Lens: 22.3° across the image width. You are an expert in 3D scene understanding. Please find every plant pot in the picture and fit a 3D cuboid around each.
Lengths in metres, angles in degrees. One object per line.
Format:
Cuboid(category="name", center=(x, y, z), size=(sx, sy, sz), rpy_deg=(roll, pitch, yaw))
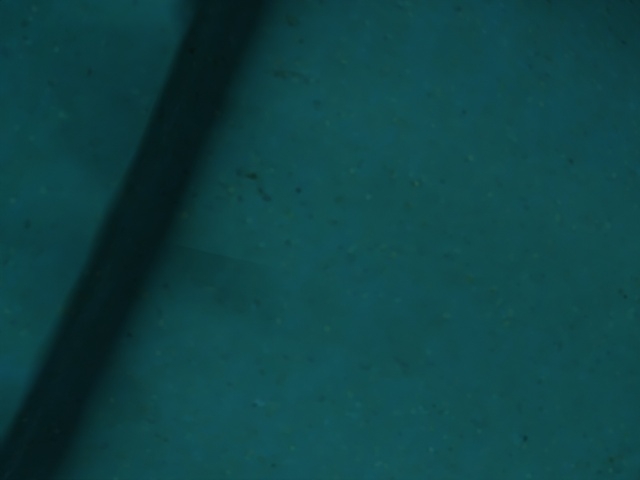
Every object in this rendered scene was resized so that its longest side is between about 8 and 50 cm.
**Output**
Cuboid(category="plant pot", center=(0.000, 0.000, 0.511), size=(0.341, 0.334, 0.341), rpy_deg=(-58, 17, 29))
